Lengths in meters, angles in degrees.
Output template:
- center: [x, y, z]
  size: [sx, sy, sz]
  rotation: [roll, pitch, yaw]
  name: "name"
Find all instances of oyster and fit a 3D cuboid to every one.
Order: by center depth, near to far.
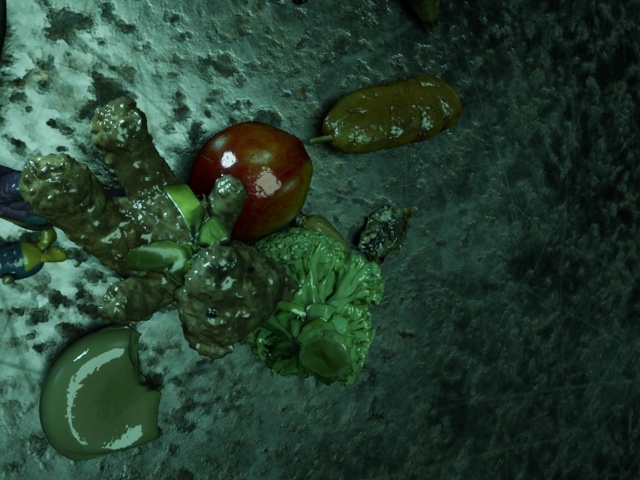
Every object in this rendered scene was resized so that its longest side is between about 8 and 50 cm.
- center: [0.138, -0.018, 1.030]
  size: [0.103, 0.051, 0.148]
  rotation: [48, 63, -31]
  name: "oyster"

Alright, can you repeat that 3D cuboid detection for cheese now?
- center: [-0.322, 0.226, 0.785]
  size: [0.175, 0.091, 0.203]
  rotation: [2, 94, -30]
  name: "cheese"

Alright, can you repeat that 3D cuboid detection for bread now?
- center: [0.120, -0.226, 0.982]
  size: [0.344, 0.084, 0.124]
  rotation: [-21, 82, -25]
  name: "bread"

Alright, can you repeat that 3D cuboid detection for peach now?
- center: [-0.117, -0.086, 0.814]
  size: [0.197, 0.197, 0.197]
  rotation: [-3, 96, -28]
  name: "peach"

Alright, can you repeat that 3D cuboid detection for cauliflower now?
- center: [-0.014, 0.134, 0.842]
  size: [0.275, 0.250, 0.272]
  rotation: [19, 110, -22]
  name: "cauliflower"

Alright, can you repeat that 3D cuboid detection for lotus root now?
- center: [0.000, 0.000, 0.950]
  size: [0.150, 0.062, 0.073]
  rotation: [43, 68, -25]
  name: "lotus root"

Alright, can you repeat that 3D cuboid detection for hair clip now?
- center: [-0.341, -0.051, 0.705]
  size: [0.278, 0.137, 0.090]
  rotation: [6, 76, -47]
  name: "hair clip"

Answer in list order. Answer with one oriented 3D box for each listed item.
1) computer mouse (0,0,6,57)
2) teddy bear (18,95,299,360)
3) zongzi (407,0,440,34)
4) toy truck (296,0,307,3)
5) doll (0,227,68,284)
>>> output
- center: [-0.445, -0.245, 0.621]
  size: [0.121, 0.188, 0.371]
  rotation: [3, 93, -36]
  name: "computer mouse"
- center: [-0.185, 0.000, 0.648]
  size: [0.246, 0.222, 0.296]
  rotation: [-51, 142, -26]
  name: "teddy bear"
- center: [0.204, -0.568, 0.995]
  size: [0.241, 0.111, 0.248]
  rotation: [40, 69, -44]
  name: "zongzi"
- center: [-0.017, -0.451, 0.902]
  size: [0.136, 0.063, 0.074]
  rotation: [8, 72, -32]
  name: "toy truck"
- center: [-0.445, 0.029, 0.704]
  size: [0.179, 0.102, 0.089]
  rotation: [-28, 146, -24]
  name: "doll"
